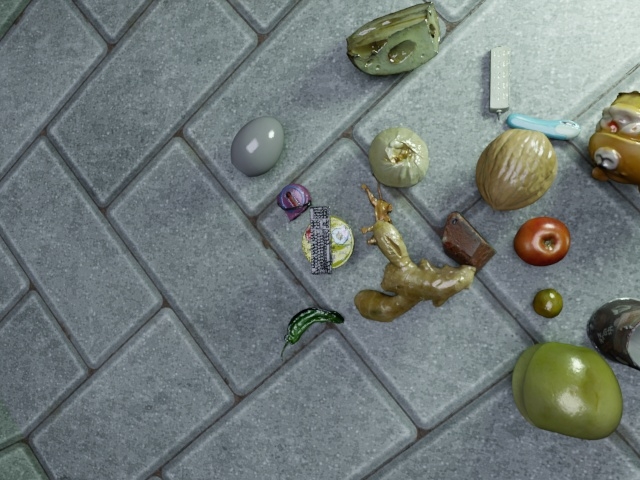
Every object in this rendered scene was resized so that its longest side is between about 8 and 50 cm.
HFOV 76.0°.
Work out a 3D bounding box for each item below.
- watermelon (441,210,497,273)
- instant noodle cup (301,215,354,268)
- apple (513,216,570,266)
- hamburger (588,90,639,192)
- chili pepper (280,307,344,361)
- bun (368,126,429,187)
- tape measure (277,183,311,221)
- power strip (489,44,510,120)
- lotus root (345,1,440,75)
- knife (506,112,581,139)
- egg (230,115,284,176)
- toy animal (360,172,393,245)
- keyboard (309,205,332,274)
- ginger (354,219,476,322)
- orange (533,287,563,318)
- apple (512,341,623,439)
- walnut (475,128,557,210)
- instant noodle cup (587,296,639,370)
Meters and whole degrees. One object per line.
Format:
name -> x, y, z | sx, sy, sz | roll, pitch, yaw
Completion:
watermelon -> 0.453, 0.001, 1.284 | 0.193, 0.256, 0.140 | 44, 99, 17
instant noodle cup -> 0.041, 0.009, 1.449 | 0.182, 0.144, 0.182 | 0, 88, 15
apple -> 0.692, 0.004, 1.280 | 0.163, 0.139, 0.164 | -1, 87, 15
hamburger -> 0.909, -0.266, 1.172 | 0.276, 0.276, 0.237 | 31, 108, 13
chili pepper -> -0.053, 0.321, 1.514 | 0.278, 0.065, 0.122 | -34, 78, 8
bun -> 0.266, -0.286, 1.399 | 0.222, 0.127, 0.223 | -1, 87, 16
tape measure -> -0.099, -0.148, 1.524 | 0.125, 0.074, 0.118 | -34, 87, 17
power strip -> 0.595, -0.527, 1.363 | 0.060, 0.027, 0.253 | 0, 90, 15
lotus root -> 0.253, -0.673, 1.408 | 0.313, 0.142, 0.210 | -11, 50, 19
knife -> 0.720, -0.372, 1.330 | 0.221, 0.031, 0.064 | 18, 98, 18
egg -> -0.227, -0.348, 1.503 | 0.176, 0.176, 0.232 | 35, 99, 12
toy animal -> 0.209, -0.114, 1.441 | 0.114, 0.116, 0.256 | -2, 77, 21
keyboard -> 0.000, 0.000, 1.374 | 0.072, 0.023, 0.231 | -2, 88, 13
ginger -> 0.285, 0.155, 1.339 | 0.348, 0.122, 0.363 | 26, 110, 26
orange -> 0.723, 0.199, 1.301 | 0.085, 0.085, 0.095 | 19, 97, 14
apple -> 0.709, 0.434, 1.200 | 0.291, 0.292, 0.254 | 9, 75, 15
walnut -> 0.596, -0.213, 1.264 | 0.224, 0.225, 0.261 | 28, 92, 13
instant noodle cup -> 0.930, 0.283, 1.182 | 0.217, 0.207, 0.218 | 0, 90, 13
